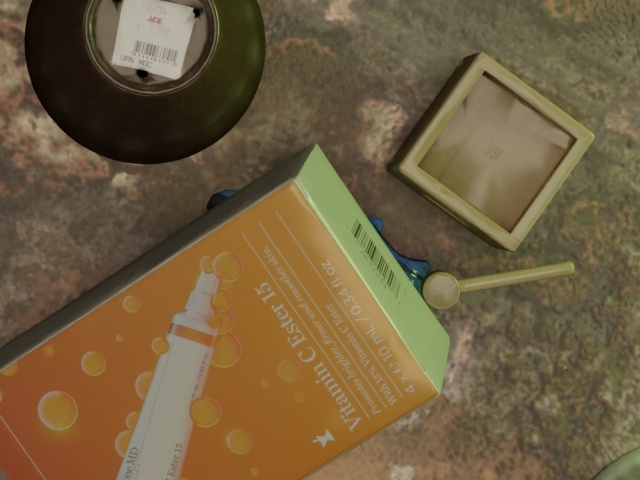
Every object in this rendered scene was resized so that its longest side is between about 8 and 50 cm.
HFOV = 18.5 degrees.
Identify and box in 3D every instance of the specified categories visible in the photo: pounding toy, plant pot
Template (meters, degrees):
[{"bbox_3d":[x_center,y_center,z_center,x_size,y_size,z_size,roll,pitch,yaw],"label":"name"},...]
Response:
[{"bbox_3d":[0.148,-0.030,1.746,0.181,0.094,0.206,36,88,-6],"label":"pounding toy"},{"bbox_3d":[-0.143,-0.169,1.641,0.215,0.230,0.215,0,93,-6],"label":"plant pot"}]

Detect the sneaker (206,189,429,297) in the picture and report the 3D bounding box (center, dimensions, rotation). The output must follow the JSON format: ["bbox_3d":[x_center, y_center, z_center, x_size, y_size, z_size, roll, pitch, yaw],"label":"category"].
[{"bbox_3d":[0.000,0.000,1.753,0.209,0.069,0.082,30,71,-4],"label":"sneaker"}]

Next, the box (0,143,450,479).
[{"bbox_3d":[-0.094,0.108,1.648,0.345,0.168,0.215,-33,97,12],"label":"box"}]

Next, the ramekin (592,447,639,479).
[{"bbox_3d":[0.355,0.321,1.766,0.277,0.135,0.277,0,92,-6],"label":"ramekin"}]
